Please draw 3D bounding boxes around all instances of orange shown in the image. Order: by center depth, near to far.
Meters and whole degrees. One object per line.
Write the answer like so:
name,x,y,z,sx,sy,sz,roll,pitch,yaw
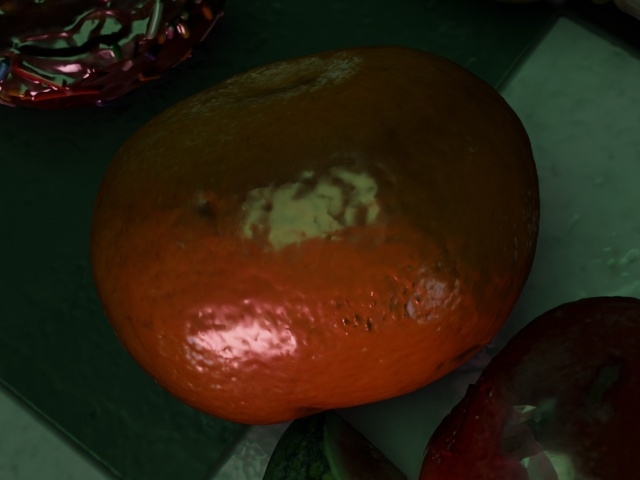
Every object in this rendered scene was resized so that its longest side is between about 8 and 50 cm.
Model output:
orange,0.000,0.000,0.886,0.224,0.224,0.170,-14,110,11

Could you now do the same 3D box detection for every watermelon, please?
watermelon,0.000,0.134,0.928,0.084,0.072,0.092,-47,27,9

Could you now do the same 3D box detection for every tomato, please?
tomato,0.129,0.119,0.860,0.189,0.099,0.173,-44,65,6

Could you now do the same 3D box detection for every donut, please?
donut,-0.152,-0.174,1.049,0.216,0.096,0.230,-28,66,8

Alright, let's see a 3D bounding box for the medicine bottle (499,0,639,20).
medicine bottle,0.114,-0.183,0.960,0.212,0.122,0.122,31,82,23
